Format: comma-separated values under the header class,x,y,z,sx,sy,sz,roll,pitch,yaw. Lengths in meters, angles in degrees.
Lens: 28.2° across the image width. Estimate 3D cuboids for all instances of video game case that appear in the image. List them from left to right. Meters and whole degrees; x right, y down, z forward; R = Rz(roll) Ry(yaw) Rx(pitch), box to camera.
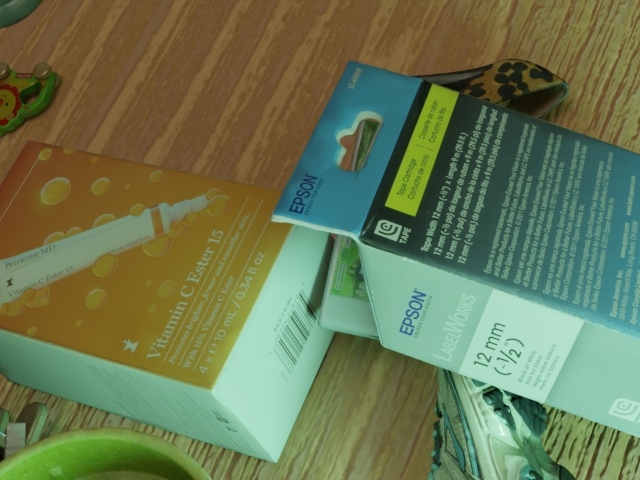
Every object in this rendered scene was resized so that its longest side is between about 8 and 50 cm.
class,x,y,z,sx,sy,sz,roll,pitch,yaw
video game case,0.112,0.000,1.223,0.193,0.023,0.212,12,73,1

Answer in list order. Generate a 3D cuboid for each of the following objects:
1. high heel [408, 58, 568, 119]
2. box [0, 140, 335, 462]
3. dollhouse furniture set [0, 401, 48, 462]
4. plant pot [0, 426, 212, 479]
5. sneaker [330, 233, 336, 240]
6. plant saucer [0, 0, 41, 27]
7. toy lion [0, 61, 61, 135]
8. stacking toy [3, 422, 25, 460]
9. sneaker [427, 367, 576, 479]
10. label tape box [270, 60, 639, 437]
class,x,y,z,sx,sy,sz,roll,pitch,yaw
high heel,0.150,-0.083,1.290,0.186,0.093,0.261,-3,52,21
box,-0.174,0.054,1.276,0.345,0.168,0.215,12,63,27
dollhouse furniture set,-0.417,0.136,1.294,0.242,0.212,0.161,-13,50,44
plant pot,-0.151,0.328,1.032,0.276,0.254,0.276,-9,56,14
sneaker,0.000,0.000,1.318,0.134,0.051,0.070,-10,50,9
plant saucer,-0.427,-0.339,1.725,0.119,0.021,0.119,-10,55,15
toy lion,-0.385,-0.176,1.598,0.100,0.034,0.096,2,66,22
stacking toy,-0.348,0.256,1.103,0.167,0.052,0.221,5,63,-14
sneaker,0.132,0.181,1.105,0.122,0.110,0.283,-37,53,29
label tape box,0.148,-0.003,1.101,0.348,0.115,0.249,18,41,5
